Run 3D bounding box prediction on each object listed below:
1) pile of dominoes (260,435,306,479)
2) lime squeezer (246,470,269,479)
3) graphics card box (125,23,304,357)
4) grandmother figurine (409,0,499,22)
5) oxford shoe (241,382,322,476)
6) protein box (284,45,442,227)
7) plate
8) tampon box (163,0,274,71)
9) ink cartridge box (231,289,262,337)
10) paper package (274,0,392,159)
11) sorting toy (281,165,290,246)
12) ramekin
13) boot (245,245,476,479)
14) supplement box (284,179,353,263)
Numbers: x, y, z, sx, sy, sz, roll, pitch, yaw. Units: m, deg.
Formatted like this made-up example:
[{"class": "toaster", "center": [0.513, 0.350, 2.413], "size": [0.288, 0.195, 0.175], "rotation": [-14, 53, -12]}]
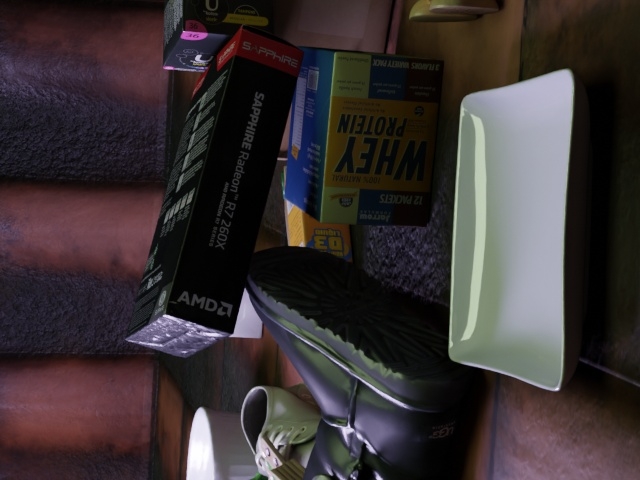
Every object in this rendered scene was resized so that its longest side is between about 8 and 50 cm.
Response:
[{"class": "pile of dominoes", "center": [-0.025, 0.404, 1.767], "size": [0.196, 0.040, 0.251], "rotation": [32, 138, 50]}, {"class": "lime squeezer", "center": [-0.081, 0.346, 2.040], "size": [0.310, 0.110, 0.059], "rotation": [-32, -28, -57]}, {"class": "graphics card box", "center": [-0.133, -0.052, 1.631], "size": [0.233, 0.094, 0.371], "rotation": [149, 138, -66]}, {"class": "grandmother figurine", "center": [0.143, -0.412, 1.394], "size": [0.208, 0.104, 0.343], "rotation": [-178, 87, -67]}, {"class": "oxford shoe", "center": [-0.019, 0.306, 1.848], "size": [0.449, 0.130, 0.169], "rotation": [-146, 62, -71]}, {"class": "protein box", "center": [0.047, -0.132, 1.636], "size": [0.200, 0.135, 0.201], "rotation": [-145, 59, -72]}, {"class": "plate", "center": [0.191, -0.010, 1.248], "size": [0.277, 0.045, 0.278], "rotation": [-178, 90, -76]}, {"class": "tampon box", "center": [-0.137, -0.292, 1.738], "size": [0.161, 0.120, 0.102], "rotation": [150, 121, -72]}, {"class": "ink cartridge box", "center": [-0.168, 0.102, 2.540], "size": [0.231, 0.078, 0.134], "rotation": [-154, 68, -74]}, {"class": "paper package", "center": [-0.021, -0.321, 1.869], "size": [0.309, 0.168, 0.325], "rotation": [-114, 29, -59]}, {"class": "sorting toy", "center": [-0.027, -0.019, 2.041], "size": [0.132, 0.046, 0.275], "rotation": [91, 174, -57]}, {"class": "ramekin", "center": [-0.148, 0.430, 2.303], "size": [0.277, 0.135, 0.277], "rotation": [-177, 90, -75]}, {"class": "boot", "center": [0.005, 0.273, 1.574], "size": [0.367, 0.146, 0.445], "rotation": [38, 129, 48]}, {"class": "supplement box", "center": [0.000, 0.000, 1.917], "size": [0.080, 0.078, 0.234], "rotation": [125, 144, -59]}]
